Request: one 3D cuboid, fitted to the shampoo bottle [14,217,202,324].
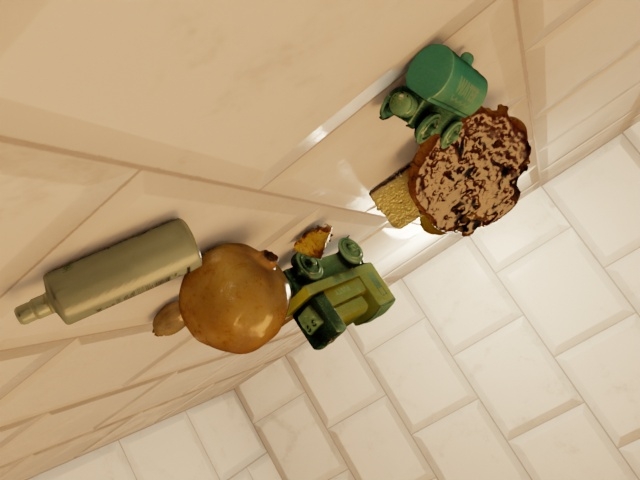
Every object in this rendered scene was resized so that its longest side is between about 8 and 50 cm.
[{"bbox_3d":[-0.311,0.054,0.796,0.263,0.085,0.085,-25,165,-22],"label":"shampoo bottle"}]

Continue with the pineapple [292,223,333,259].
[{"bbox_3d":[0.000,0.000,1.324,0.114,0.077,0.114,-34,180,29],"label":"pineapple"}]

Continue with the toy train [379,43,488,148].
[{"bbox_3d":[0.196,-0.236,0.884,0.159,0.101,0.248,-55,159,21],"label":"toy train"}]

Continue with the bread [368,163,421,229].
[{"bbox_3d":[0.242,-0.161,1.363,0.240,0.135,0.178,-36,-161,14],"label":"bread"}]

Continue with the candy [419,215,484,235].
[{"bbox_3d":[0.437,-0.088,1.695,0.260,0.117,0.260,-13,-173,2],"label":"candy"}]

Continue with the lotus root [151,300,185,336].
[{"bbox_3d":[-0.338,0.180,1.228,0.150,0.062,0.073,-40,164,27],"label":"lotus root"}]

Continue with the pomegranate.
[{"bbox_3d":[-0.166,0.116,1.059,0.233,0.233,0.233,-30,166,-8],"label":"pomegranate"}]

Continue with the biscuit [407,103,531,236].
[{"bbox_3d":[0.334,-0.157,1.211,0.289,0.081,0.334,-36,131,4],"label":"biscuit"}]

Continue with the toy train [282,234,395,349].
[{"bbox_3d":[0.033,0.138,1.492,0.160,0.253,0.397,-43,163,34],"label":"toy train"}]
